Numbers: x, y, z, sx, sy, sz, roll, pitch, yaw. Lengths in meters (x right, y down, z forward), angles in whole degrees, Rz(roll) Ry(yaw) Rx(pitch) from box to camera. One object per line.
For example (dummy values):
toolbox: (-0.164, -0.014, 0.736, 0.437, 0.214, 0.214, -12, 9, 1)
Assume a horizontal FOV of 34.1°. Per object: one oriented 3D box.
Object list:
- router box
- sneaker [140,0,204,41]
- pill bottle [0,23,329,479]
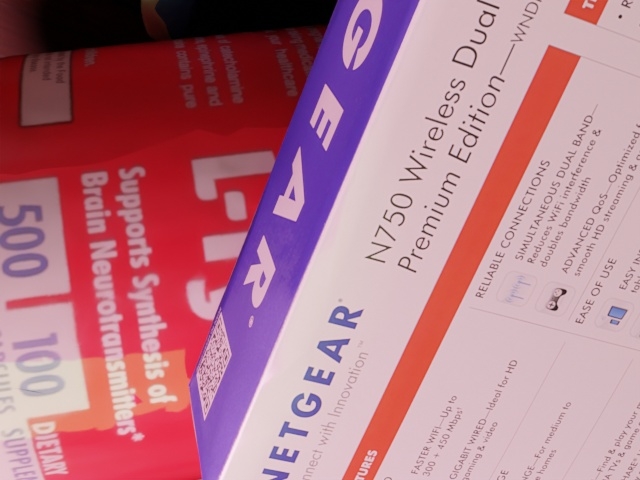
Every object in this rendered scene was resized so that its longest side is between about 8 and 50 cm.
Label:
router box: (0.145, -0.025, 0.400, 0.301, 0.082, 0.336, 16, 113, -19)
sneaker: (-0.039, -0.147, 0.516, 0.084, 0.058, 0.152, 15, 142, -3)
pill bottle: (0.000, 0.000, 0.560, 0.407, 0.229, 0.229, -8, 150, -8)
